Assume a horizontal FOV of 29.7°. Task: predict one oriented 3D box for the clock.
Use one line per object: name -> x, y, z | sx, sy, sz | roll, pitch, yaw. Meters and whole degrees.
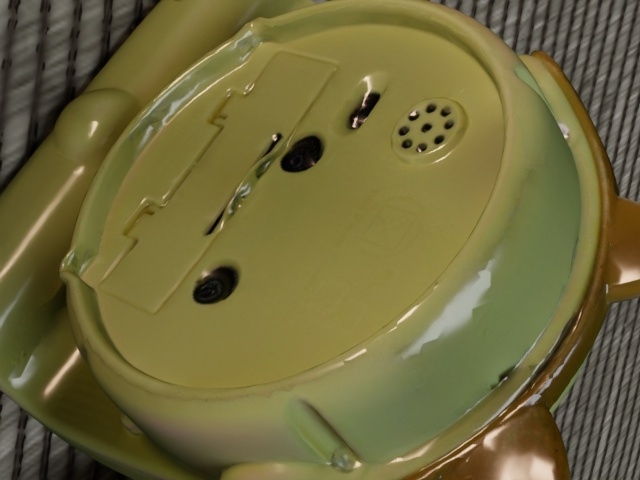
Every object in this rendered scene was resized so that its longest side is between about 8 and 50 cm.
clock -> 0.000, 0.000, 0.592 | 0.286, 0.348, 0.117 | -55, 138, -17
